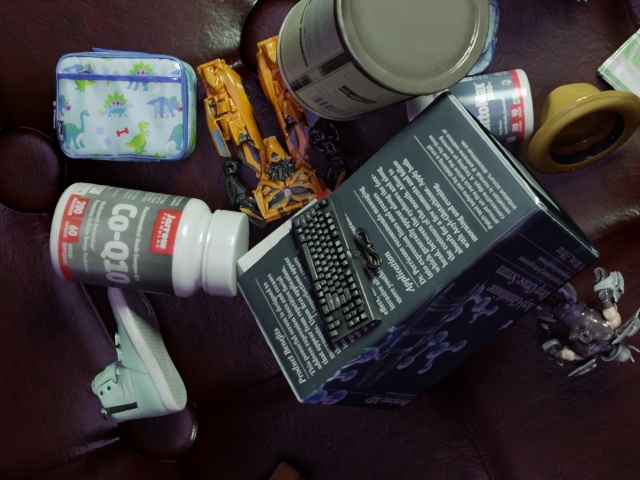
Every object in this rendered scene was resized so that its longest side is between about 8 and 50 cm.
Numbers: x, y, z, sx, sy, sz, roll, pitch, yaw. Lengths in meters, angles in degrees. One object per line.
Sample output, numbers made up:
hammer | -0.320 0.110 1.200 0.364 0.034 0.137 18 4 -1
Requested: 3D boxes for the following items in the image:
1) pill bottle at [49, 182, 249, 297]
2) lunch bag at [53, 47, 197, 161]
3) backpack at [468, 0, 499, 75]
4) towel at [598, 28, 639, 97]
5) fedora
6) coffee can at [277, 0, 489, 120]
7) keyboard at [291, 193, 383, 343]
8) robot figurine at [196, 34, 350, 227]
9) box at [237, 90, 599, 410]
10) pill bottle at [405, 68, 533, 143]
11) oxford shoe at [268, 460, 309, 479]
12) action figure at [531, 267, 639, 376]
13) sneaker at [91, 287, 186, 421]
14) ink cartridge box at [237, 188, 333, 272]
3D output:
pill bottle | -0.266 0.004 1.199 0.283 0.161 0.161 8 102 4
lunch bag | -0.310 -0.215 1.197 0.218 0.090 0.176 4 99 3
backpack | 0.215 -0.306 1.130 0.104 0.084 0.115 3 105 7
towel | 0.514 -0.275 1.142 0.113 0.023 0.152 43 100 -6
fedora | 0.382 -0.177 1.118 0.194 0.194 0.079 -25 61 10
coffee can | 0.071 -0.279 1.021 0.201 0.275 0.202 -1 92 -19
keyboard | 0.025 0.027 0.940 0.108 0.023 0.180 -30 64 23
robot figurine | -0.078 -0.159 1.187 0.211 0.085 0.291 -19 99 10
box | 0.139 0.040 1.054 0.395 0.293 0.212 -42 59 18
pill bottle | 0.223 -0.193 1.140 0.180 0.108 0.108 -8 101 7
oxford shoe | -0.097 0.481 1.341 0.076 0.076 0.212 42 107 27
action figure | 0.379 0.099 1.179 0.285 0.099 0.185 38 117 5
sneaker | -0.345 0.195 1.282 0.151 0.094 0.256 -18 98 12
ink cartridge box | 0.000 0.000 1.180 0.231 0.134 0.078 -38 72 11
